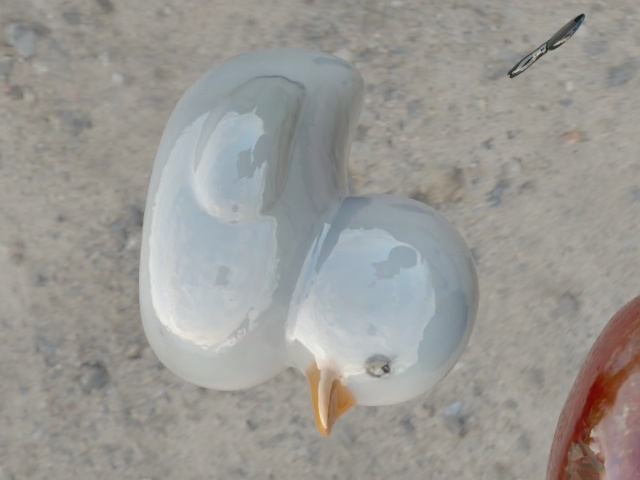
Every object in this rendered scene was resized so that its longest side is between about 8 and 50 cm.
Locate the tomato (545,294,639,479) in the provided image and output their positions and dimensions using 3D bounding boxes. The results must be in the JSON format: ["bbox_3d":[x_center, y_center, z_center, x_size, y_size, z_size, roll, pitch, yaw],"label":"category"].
[{"bbox_3d":[0.205,0.133,0.868,0.233,0.140,0.200,57,133,48],"label":"tomato"}]

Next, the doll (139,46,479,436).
[{"bbox_3d":[0.000,0.000,0.934,0.221,0.221,0.251,-1,65,20],"label":"doll"}]

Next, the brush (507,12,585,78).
[{"bbox_3d":[0.163,-0.139,1.065,0.008,0.024,0.083,37,138,-14],"label":"brush"}]
